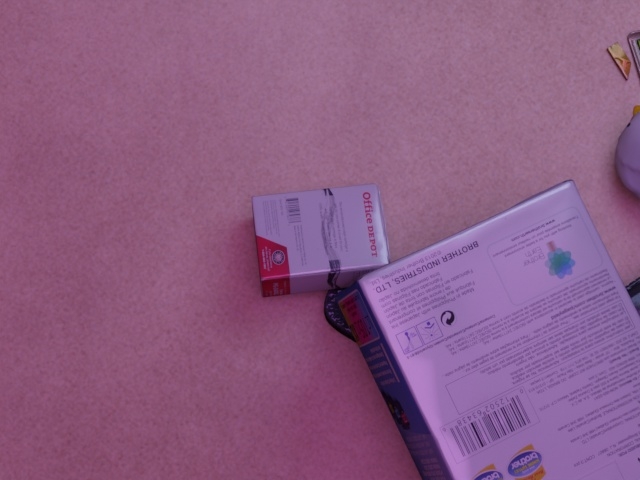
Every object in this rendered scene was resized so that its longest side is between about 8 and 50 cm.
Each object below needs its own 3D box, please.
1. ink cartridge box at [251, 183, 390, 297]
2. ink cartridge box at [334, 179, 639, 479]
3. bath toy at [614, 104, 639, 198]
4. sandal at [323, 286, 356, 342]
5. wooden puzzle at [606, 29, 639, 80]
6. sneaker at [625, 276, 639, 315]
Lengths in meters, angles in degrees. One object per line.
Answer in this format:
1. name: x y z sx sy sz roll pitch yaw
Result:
1. ink cartridge box: 0.000 0.000 1.493 0.151 0.063 0.109 -6 65 -3
2. ink cartridge box: 0.224 0.174 1.383 0.270 0.151 0.395 -25 84 -11
3. bath toy: 0.506 -0.167 1.515 0.348 0.129 0.151 -24 45 -4
4. sandal: 0.116 0.132 1.508 0.254 0.054 0.097 42 76 12
5. wooden puzzle: 0.419 -0.229 1.575 0.116 0.014 0.078 -21 85 -5
6. sneaker: 0.478 0.093 1.465 0.331 0.146 0.122 -13 107 -2
